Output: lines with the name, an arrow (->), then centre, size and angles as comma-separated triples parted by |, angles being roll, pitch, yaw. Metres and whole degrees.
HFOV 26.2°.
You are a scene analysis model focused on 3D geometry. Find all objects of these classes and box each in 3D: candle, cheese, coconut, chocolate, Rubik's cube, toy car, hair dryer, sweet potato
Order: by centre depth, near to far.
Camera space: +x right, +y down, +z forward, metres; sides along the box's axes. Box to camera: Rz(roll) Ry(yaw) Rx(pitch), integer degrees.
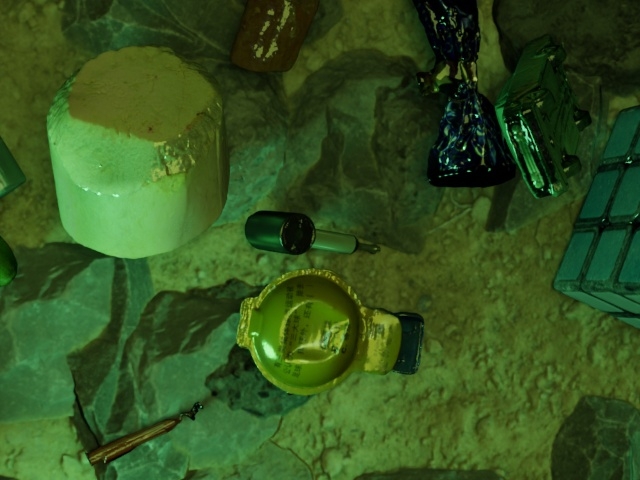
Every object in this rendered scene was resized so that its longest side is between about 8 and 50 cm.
coconut -> -0.226, -0.103, 1.748 | 0.239, 0.244, 0.239 | 1, 51, -2
candle -> -0.232, 0.260, 1.836 | 0.167, 0.021, 0.026 | -23, 74, -14
toy car -> 0.299, -0.167, 1.862 | 0.097, 0.321, 0.141 | -17, 109, 23
sweet potato -> -0.047, -0.334, 1.878 | 0.097, 0.097, 0.252 | 26, 77, -13
cheese -> 0.017, 0.130, 1.883 | 0.270, 0.069, 0.177 | 8, 87, -18
hair dryer -> 0.000, 0.000, 1.887 | 0.197, 0.100, 0.057 | 12, 88, -33
chocolate -> 0.189, -0.244, 1.913 | 0.148, 0.126, 0.343 | -7, 89, -33
Rubik's cube -> 0.554, -0.009, 1.915 | 0.304, 0.301, 0.305 | 26, 81, -13

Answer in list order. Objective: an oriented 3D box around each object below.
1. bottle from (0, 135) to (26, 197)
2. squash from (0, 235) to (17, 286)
bottle -> -0.483, -0.177, 1.753 | 0.082, 0.082, 0.286 | -33, 97, -14
squash -> -0.507, -0.040, 1.742 | 0.292, 0.082, 0.082 | 42, 79, -10
